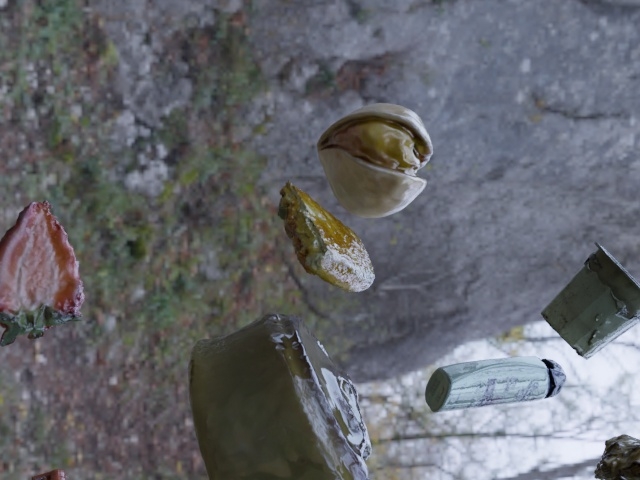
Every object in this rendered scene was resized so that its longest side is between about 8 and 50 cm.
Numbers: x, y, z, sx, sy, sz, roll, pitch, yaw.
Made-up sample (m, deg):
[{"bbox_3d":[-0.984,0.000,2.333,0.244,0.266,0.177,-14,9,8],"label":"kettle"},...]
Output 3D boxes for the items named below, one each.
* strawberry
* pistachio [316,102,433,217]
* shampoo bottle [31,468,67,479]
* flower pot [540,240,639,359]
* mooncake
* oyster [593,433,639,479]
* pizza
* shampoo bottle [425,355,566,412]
[{"bbox_3d":[-0.503,0.056,1.734,0.098,0.175,0.228,129,-55,-64],"label":"strawberry"},{"bbox_3d":[0.086,-0.135,1.657,0.299,0.188,0.187,133,-45,-82],"label":"pistachio"},{"bbox_3d":[-0.486,0.511,1.866,0.244,0.086,0.085,-121,-148,-59],"label":"shampoo bottle"},{"bbox_3d":[0.595,0.142,2.175,0.202,0.212,0.212,-45,-155,8],"label":"flower pot"},{"bbox_3d":[-0.049,0.311,1.586,0.394,0.246,0.393,-111,177,-54],"label":"mooncake"},{"bbox_3d":[0.467,0.294,1.309,0.396,0.204,0.110,-10,-118,56],"label":"oyster"},{"bbox_3d":[0.000,0.000,1.483,0.197,0.058,0.292,48,11,1],"label":"pizza"},{"bbox_3d":[0.420,0.328,2.370,0.078,0.360,0.134,56,-44,44],"label":"shampoo bottle"}]
